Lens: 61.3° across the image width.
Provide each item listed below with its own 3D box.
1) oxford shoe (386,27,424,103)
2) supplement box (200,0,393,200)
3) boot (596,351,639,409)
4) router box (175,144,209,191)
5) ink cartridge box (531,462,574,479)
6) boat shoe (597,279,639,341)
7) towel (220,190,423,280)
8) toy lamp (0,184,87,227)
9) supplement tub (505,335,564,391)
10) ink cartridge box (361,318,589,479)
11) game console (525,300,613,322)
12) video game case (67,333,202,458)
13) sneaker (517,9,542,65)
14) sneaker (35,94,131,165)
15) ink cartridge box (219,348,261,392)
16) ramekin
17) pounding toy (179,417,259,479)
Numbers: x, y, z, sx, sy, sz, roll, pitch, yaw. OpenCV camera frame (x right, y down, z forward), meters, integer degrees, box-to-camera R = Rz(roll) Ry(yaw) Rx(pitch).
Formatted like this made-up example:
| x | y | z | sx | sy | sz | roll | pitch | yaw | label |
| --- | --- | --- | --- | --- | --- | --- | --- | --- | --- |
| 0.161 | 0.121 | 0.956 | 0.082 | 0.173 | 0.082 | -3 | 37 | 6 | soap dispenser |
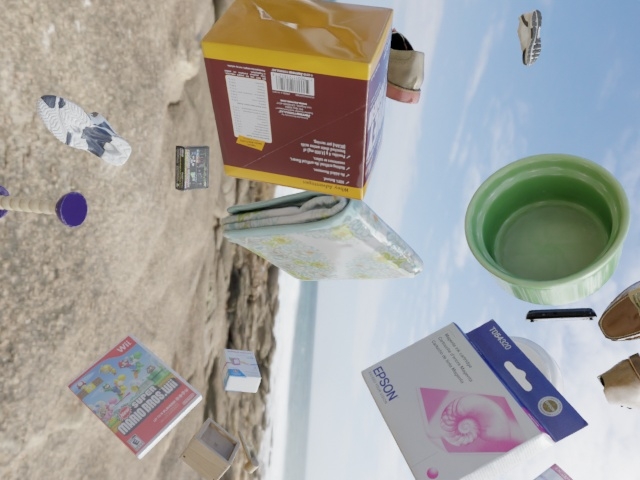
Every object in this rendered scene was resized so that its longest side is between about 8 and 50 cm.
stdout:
| x | y | z | sx | sy | sz | roll | pitch | yaw | label |
| --- | --- | --- | --- | --- | --- | --- | --- | --- | --- |
| 0.160 | -0.450 | 1.301 | 0.348 | 0.123 | 0.130 | 57 | -41 | 47 | oxford shoe |
| -0.020 | -0.177 | 0.672 | 0.194 | 0.191 | 0.129 | 89 | 16 | -48 | supplement box |
| 0.754 | 0.362 | 1.300 | 0.305 | 0.115 | 0.112 | 38 | 30 | -38 | boot |
| -0.353 | -0.200 | 1.489 | 0.092 | 0.038 | 0.122 | -15 | 113 | -54 | router box |
| 0.542 | 0.718 | 1.391 | 0.226 | 0.306 | 0.131 | -52 | -126 | 16 | ink cartridge box |
| 0.743 | 0.121 | 1.179 | 0.324 | 0.120 | 0.122 | -51 | -129 | 42 | boat shoe |
| 0.000 | 0.000 | 1.225 | 0.320 | 0.374 | 0.090 | 34 | 61 | -46 | towel |
| -0.605 | -0.071 | 1.095 | 0.080 | 0.275 | 0.080 | 8 | 90 | -70 | toy lamp |
| 0.574 | 0.409 | 1.581 | 0.331 | 0.241 | 0.241 | 30 | 61 | -59 | supplement tub |
| 0.287 | 0.313 | 1.088 | 0.071 | 0.330 | 0.324 | 62 | -2 | -35 | ink cartridge box |
| 0.818 | 0.234 | 1.650 | 0.213 | 0.361 | 0.044 | 48 | 41 | -61 | game console |
| -0.475 | 0.387 | 1.382 | 0.204 | 0.285 | 0.025 | -42 | 152 | -32 | video game case |
| 0.431 | -0.419 | 1.122 | 0.044 | 0.040 | 0.109 | 22 | -64 | 54 | sneaker |
| -0.585 | -0.279 | 1.314 | 0.153 | 0.235 | 0.094 | 34 | -85 | 47 | sneaker |
| -0.220 | 0.350 | 1.462 | 0.122 | 0.089 | 0.052 | -128 | -128 | -61 | ink cartridge box |
| 0.465 | -0.015 | 1.113 | 0.148 | 0.303 | 0.303 | 47 | 39 | -50 | ramekin |
| -0.289 | 0.637 | 1.604 | 0.094 | 0.206 | 0.181 | -50 | -179 | 10 | pounding toy |
